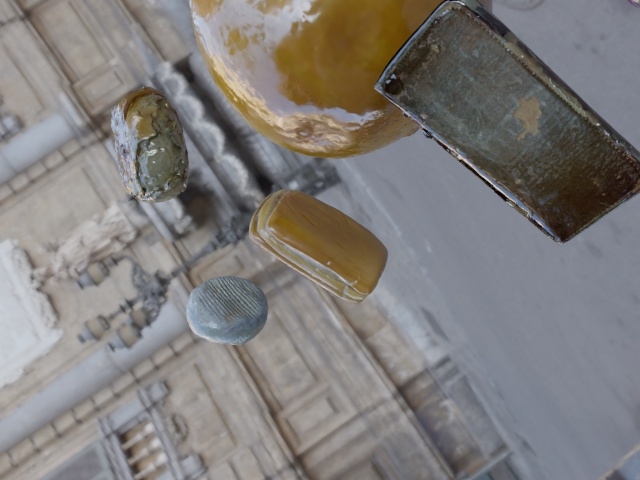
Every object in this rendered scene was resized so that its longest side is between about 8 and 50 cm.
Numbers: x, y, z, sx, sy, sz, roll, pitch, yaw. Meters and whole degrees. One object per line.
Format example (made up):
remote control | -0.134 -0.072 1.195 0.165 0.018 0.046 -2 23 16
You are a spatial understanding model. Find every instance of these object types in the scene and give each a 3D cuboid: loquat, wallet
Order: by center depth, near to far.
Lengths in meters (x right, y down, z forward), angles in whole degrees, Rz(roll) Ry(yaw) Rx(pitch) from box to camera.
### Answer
wallet | 0.166 -0.102 0.684 0.232 0.031 0.122 40 134 -4
loquat | 0.022 -0.249 0.860 0.328 0.328 0.328 55 176 5

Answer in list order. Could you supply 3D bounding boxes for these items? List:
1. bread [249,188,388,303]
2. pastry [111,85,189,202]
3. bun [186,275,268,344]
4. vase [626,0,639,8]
bread | 0.000 0.000 1.123 0.200 0.116 0.077 33 136 -5
pastry | -0.219 -0.120 1.010 0.153 0.081 0.153 170 90 -71
bun | -0.090 0.070 0.769 0.083 0.083 0.045 53 137 32
vase | 0.267 -0.163 0.454 0.086 0.086 0.214 57 169 -25
